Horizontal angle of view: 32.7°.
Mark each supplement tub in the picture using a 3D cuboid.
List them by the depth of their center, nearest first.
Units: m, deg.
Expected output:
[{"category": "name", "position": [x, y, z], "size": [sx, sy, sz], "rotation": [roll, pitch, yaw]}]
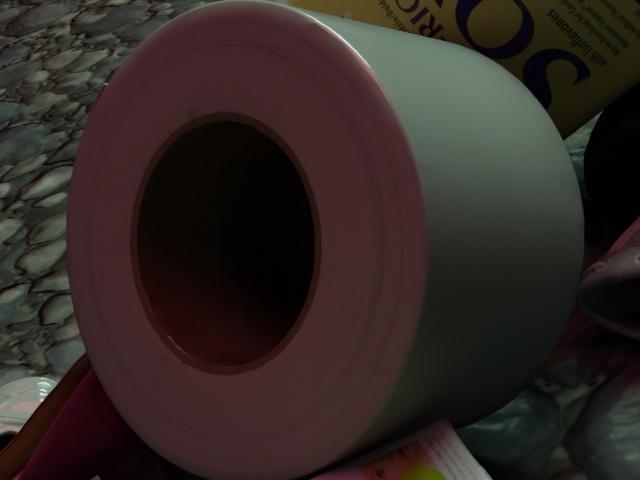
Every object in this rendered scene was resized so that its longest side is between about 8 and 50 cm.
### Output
[{"category": "supplement tub", "position": [0.105, -0.168, 0.782], "size": [0.331, 0.241, 0.241], "rotation": [-40, 20, 26]}]

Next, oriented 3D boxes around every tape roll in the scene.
[{"category": "tape roll", "position": [0.000, 0.000, 0.607], "size": [0.246, 0.246, 0.169], "rotation": [9, 7, 37]}]

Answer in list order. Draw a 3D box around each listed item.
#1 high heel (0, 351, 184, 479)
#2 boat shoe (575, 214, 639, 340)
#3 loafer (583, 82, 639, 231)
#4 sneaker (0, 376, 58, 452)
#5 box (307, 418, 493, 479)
[{"category": "high heel", "position": [-0.205, 0.145, 0.643], "size": [0.244, 0.117, 0.082], "rotation": [-20, 30, -6]}, {"category": "boat shoe", "position": [0.278, 0.045, 0.578], "size": [0.103, 0.118, 0.320], "rotation": [-36, 31, -19]}, {"category": "loafer", "position": [0.361, -0.114, 0.772], "size": [0.366, 0.134, 0.130], "rotation": [-11, 31, 9]}, {"category": "sneaker", "position": [-0.247, 0.138, 0.742], "size": [0.152, 0.054, 0.061], "rotation": [-16, 33, 0]}, {"category": "box", "position": [-0.002, 0.186, 0.486], "size": [0.203, 0.103, 0.114], "rotation": [-22, 30, -9]}]
